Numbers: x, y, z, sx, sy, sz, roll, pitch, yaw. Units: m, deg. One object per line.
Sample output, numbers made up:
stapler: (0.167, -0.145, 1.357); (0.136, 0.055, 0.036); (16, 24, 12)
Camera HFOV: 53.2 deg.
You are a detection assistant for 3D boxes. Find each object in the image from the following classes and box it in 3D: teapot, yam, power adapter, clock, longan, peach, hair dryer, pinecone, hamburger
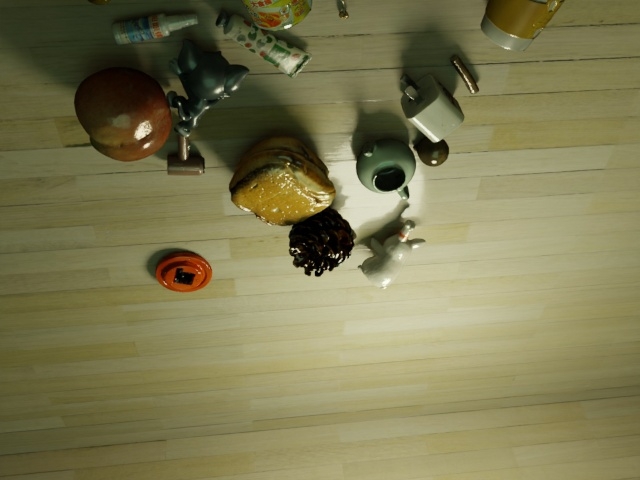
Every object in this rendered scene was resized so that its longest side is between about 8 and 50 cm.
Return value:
teapot: (0.210, -0.229, 2.036); (0.193, 0.129, 0.294); (-28, 134, 20)
yam: (0.423, -0.485, 1.872); (0.032, 0.032, 0.145); (-30, 134, 21)
power adapter: (0.305, -0.404, 1.866); (0.125, 0.130, 0.205); (-36, 132, 26)
clock: (-0.502, 0.122, 2.352); (0.205, 0.051, 0.205); (-4, 138, -4)
longan: (0.351, -0.284, 2.032); (0.119, 0.106, 0.106); (13, 151, 38)
peach: (-0.524, -0.343, 1.724); (0.252, 0.252, 0.252); (-5, 137, -4)
hair dryer: (-0.411, -0.277, 1.940); (0.117, 0.064, 0.181); (-1, 131, -9)
pinecone: (0.000, 0.000, 2.170); (0.224, 0.272, 0.224); (7, 110, 21)
hamburger: (-0.123, -0.178, 2.004); (0.284, 0.174, 0.304); (-29, 133, 24)

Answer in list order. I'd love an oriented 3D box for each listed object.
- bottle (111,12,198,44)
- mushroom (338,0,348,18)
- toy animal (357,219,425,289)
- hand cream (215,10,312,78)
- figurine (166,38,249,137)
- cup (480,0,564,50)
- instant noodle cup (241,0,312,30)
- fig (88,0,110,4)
bottle: (-0.423, -0.551, 1.646); (0.217, 0.060, 0.060); (-11, 137, 1)
mushroom: (0.003, -0.676, 1.612); (0.026, 0.028, 0.286); (15, 154, 42)
toy animal: (0.266, 0.037, 2.342); (0.141, 0.138, 0.282); (19, 107, -37)
hand cream: (-0.154, -0.528, 1.719); (0.276, 0.059, 0.095); (21, 131, -34)
figurine: (-0.344, -0.414, 1.750); (0.193, 0.140, 0.265); (34, 101, -15)
cup: (0.547, -0.630, 1.655); (0.241, 0.185, 0.226); (-22, 152, -33)
instant noodle cup: (-0.115, -0.617, 1.542); (0.205, 0.205, 0.153); (-14, 147, 6)
fig: (-0.528, -0.642, 1.487); (0.133, 0.126, 0.185); (25, 132, -14)
